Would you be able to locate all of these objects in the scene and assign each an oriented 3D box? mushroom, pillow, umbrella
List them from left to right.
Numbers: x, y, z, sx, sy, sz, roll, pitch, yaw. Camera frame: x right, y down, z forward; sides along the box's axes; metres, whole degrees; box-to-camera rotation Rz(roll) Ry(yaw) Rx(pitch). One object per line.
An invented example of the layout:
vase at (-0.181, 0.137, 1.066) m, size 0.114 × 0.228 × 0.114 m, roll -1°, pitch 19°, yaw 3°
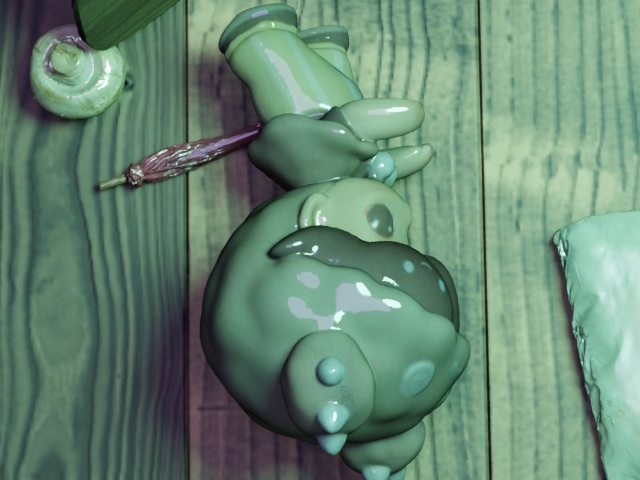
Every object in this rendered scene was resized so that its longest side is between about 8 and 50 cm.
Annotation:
mushroom at (-0.206, -0.143, 1.609) m, size 0.083 × 0.067 × 0.083 m, roll -2°, pitch 79°, yaw 12°
umbrella at (-0.109, -0.072, 1.614) m, size 0.165 × 0.025 × 0.027 m, roll -20°, pitch 59°, yaw 0°
pillow at (0.272, 0.084, 1.548) m, size 0.128 × 0.051 × 0.229 m, roll -13°, pitch 80°, yaw 10°

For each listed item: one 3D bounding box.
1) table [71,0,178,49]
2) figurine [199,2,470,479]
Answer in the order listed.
table at (-0.180, -0.377, 1.536) m, size 0.249 × 0.317 × 0.317 m, roll 41°, pitch 88°, yaw 18°
figurine at (0.000, -0.001, 1.506) m, size 0.203 × 0.248 × 0.380 m, roll -11°, pitch 70°, yaw 8°
